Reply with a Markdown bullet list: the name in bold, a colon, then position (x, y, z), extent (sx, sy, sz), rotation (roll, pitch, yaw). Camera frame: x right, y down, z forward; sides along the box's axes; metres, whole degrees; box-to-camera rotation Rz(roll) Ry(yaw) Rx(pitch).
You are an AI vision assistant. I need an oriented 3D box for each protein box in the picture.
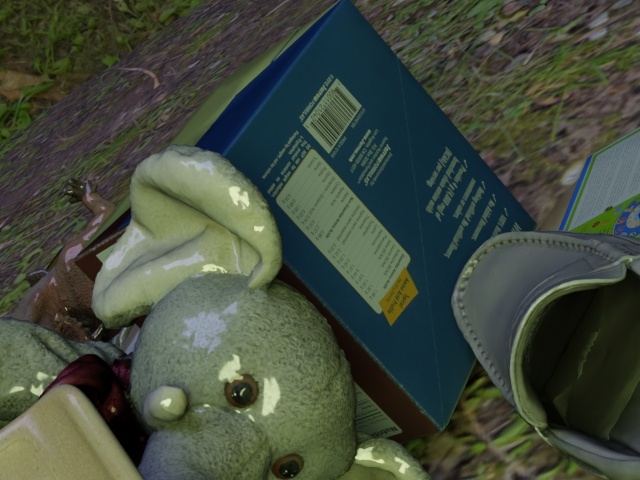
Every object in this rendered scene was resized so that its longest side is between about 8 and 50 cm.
- **protein box**: position (0.000, 0.000, 0.788), extent (0.136, 0.201, 0.199), rotation (-27, 22, 42)

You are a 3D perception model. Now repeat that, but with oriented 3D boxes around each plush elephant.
- **plush elephant**: position (-0.087, 0.116, 0.601), extent (0.255, 0.272, 0.330), rotation (-30, 18, 29)

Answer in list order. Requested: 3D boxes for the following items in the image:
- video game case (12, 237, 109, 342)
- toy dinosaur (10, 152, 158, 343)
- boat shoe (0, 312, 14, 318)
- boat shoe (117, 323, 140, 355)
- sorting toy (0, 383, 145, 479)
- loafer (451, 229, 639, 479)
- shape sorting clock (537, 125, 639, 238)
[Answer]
- **video game case**: position (-0.219, 0.045, 1.289), extent (0.275, 0.035, 0.248), rotation (-24, 25, 33)
- **toy dinosaur**: position (-0.145, 0.049, 1.039), extent (0.296, 0.127, 0.200), rotation (-16, 51, -9)
- **boat shoe**: position (-0.343, 0.180, 1.086), extent (0.324, 0.123, 0.116), rotation (-46, 20, -27)
- **boat shoe**: position (-0.099, 0.069, 0.941), extent (0.103, 0.113, 0.302), rotation (-11, 34, 39)
- **sorting toy**: position (-0.116, 0.183, 0.437), extent (0.208, 0.193, 0.038), rotation (-38, -21, -2)
- **loafer**: position (0.136, 0.048, 0.592), extent (0.112, 0.111, 0.319), rotation (-67, 22, 2)
- **shape sorting clock**: position (0.205, -0.023, 0.758), extent (0.206, 0.040, 0.206), rotation (-44, 13, 13)
